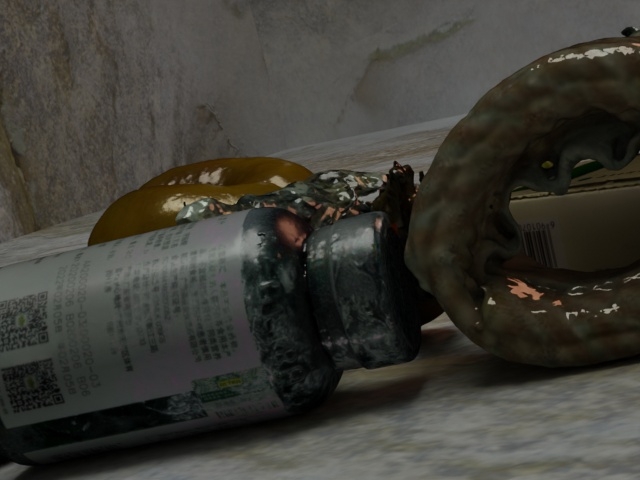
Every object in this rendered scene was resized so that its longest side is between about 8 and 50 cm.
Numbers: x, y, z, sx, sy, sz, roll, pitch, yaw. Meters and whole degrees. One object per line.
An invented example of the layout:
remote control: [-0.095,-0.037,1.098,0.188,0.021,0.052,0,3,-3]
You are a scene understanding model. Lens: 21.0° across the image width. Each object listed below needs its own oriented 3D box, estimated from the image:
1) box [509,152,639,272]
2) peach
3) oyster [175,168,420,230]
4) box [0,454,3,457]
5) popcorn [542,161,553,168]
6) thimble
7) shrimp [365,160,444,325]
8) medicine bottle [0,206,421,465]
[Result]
box: [0.239,-0.013,1.293,0.212,0.095,0.168,-7,7,44]
peach: [-0.106,-0.004,1.732,0.251,0.153,0.251,-22,6,3]
oyster: [-0.005,0.002,1.526,0.351,0.158,0.162,-2,-41,-54]
box: [-0.234,0.125,1.323,0.230,0.050,0.160,-20,8,-41]
popcorn: [0.166,-0.032,1.494,0.125,0.126,0.145,-19,-1,22]
thimble: [0.181,-0.025,1.107,0.229,0.196,0.148,-44,-7,19]
shrimp: [0.031,0.016,1.238,0.143,0.052,0.251,-7,-33,-5]
medicine bottle: [-0.084,0.059,1.159,0.293,0.141,0.141,-13,7,15]
